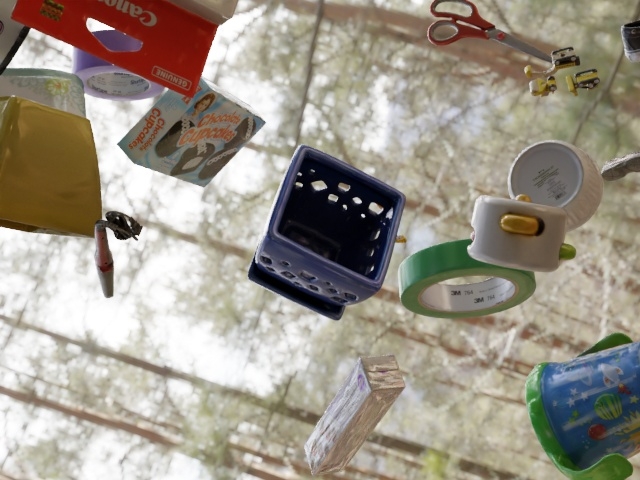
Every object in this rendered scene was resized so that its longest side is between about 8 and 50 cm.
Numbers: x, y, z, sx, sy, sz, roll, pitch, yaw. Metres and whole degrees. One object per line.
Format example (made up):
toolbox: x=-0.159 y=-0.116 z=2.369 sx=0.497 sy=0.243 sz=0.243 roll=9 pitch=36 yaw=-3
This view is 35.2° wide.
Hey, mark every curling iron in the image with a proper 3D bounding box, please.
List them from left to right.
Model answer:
curling iron: x=-0.325 y=0.033 z=1.574 sx=0.274 sy=0.068 sz=0.035 roll=119 pitch=165 yaw=-57

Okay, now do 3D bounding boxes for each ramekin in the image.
ramekin: x=0.515 y=-0.127 z=2.242 sx=0.109 sy=0.207 sz=0.207 roll=28 pitch=-100 yaw=-61

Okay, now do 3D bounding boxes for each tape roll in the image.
tape roll: x=-0.409 y=-0.353 z=2.049 sx=0.189 sy=0.189 sz=0.080 roll=102 pitch=169 yaw=-76
tape roll: x=0.347 y=0.095 z=2.401 sx=0.321 sy=0.321 sz=0.077 roll=105 pitch=162 yaw=-63

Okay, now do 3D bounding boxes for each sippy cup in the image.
sippy cup: x=0.530 y=0.297 z=1.833 sx=0.224 sy=0.240 sz=0.305 roll=-32 pitch=55 yaw=34

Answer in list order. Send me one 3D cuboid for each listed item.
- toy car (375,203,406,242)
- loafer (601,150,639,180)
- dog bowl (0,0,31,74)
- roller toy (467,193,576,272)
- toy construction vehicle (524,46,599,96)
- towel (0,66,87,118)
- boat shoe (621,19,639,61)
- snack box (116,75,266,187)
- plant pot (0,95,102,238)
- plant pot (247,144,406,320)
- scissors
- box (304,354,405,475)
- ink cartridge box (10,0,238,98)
toy car: x=0.158 y=-0.055 z=2.202 sx=0.040 sy=0.122 sz=0.060 roll=-6 pitch=-31 yaw=-41
loafer: x=0.584 y=-0.149 z=1.889 sx=0.125 sy=0.045 sz=0.039 roll=-18 pitch=42 yaw=39
dog bowl: x=-0.555 y=-0.471 z=1.685 sx=0.408 sy=0.150 sz=0.408 roll=-37 pitch=41 yaw=41
roller toy: x=0.398 y=-0.021 z=2.042 sx=0.191 sy=0.209 sz=0.146 roll=14 pitch=97 yaw=51
toy construction vehicle: x=0.356 y=-0.240 z=1.489 sx=0.035 sy=0.098 sz=0.086 roll=62 pitch=-162 yaw=-47
towel: x=-0.607 y=-0.174 z=1.805 sx=0.090 sy=0.374 sz=0.320 roll=105 pitch=158 yaw=-52
boat shoe: x=0.613 y=-0.376 z=1.683 sx=0.076 sy=0.228 sz=0.080 roll=61 pitch=-158 yaw=-23
snack box: x=-0.229 y=-0.200 z=1.869 sx=0.187 sy=0.060 sz=0.322 roll=-45 pitch=-14 yaw=8
plant pot: x=-0.468 y=-0.115 z=1.566 sx=0.212 sy=0.212 sz=0.187 roll=15 pitch=-98 yaw=-48
plant pot: x=0.000 y=0.000 z=1.913 sx=0.212 sy=0.236 sz=0.236 roll=-54 pitch=14 yaw=54
scissors: x=0.354 y=-0.430 z=2.048 sx=0.021 sy=0.297 sz=0.109 roll=35 pitch=-108 yaw=-65
box: x=0.052 y=0.302 z=1.712 sx=0.324 sy=0.067 sz=0.063 roll=115 pitch=144 yaw=-49
ink cartridge box: x=-0.247 y=-0.357 z=1.365 sx=0.060 sy=0.275 sz=0.239 roll=-5 pitch=65 yaw=66
